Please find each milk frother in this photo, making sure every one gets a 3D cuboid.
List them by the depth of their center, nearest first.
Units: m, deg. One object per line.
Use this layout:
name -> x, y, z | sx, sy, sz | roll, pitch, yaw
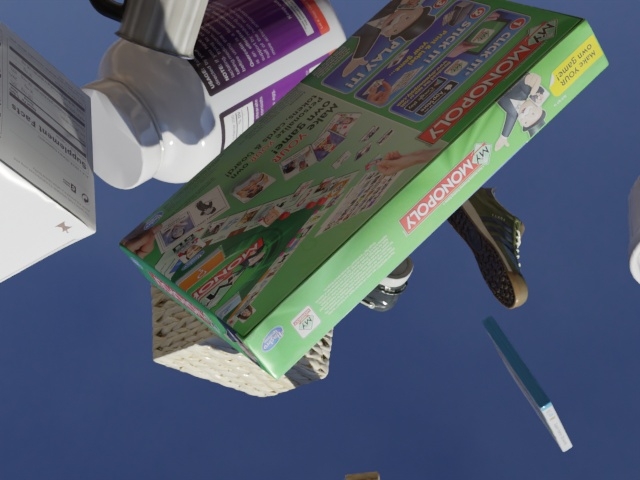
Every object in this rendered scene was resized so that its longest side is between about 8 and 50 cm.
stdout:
milk frother -> -0.152, -0.266, 1.515 | 0.129, 0.134, 0.143 | 24, -168, 22

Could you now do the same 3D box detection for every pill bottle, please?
pill bottle -> -0.130, -0.184, 1.718 | 0.181, 0.181, 0.323 | 13, -144, 42

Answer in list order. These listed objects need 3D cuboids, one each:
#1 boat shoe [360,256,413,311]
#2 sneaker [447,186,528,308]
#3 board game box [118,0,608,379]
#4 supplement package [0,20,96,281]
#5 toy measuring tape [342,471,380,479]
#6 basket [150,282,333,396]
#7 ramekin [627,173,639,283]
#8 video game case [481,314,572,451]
boat shoe -> 0.000, 0.000, 2.276 | 0.302, 0.091, 0.114 | 39, -137, 19
sneaker -> 0.249, 0.000, 2.027 | 0.086, 0.064, 0.192 | -17, -119, -26
board game box -> 0.023, -0.059, 1.059 | 0.317, 0.046, 0.213 | -43, -147, -11
supplement package -> -0.331, -0.051, 1.095 | 0.262, 0.204, 0.145 | -28, -132, 20
toy measuring tape -> 0.037, 0.303, 1.371 | 0.121, 0.121, 0.330 | -15, -177, 5
basket -> -0.075, 0.082, 1.474 | 0.113, 0.167, 0.103 | -23, -123, 40
ramekin -> 0.565, -0.038, 2.131 | 0.273, 0.273, 0.127 | -13, -122, 8
video game case -> 0.225, 0.157, 1.610 | 0.015, 0.166, 0.119 | -33, -119, 2
